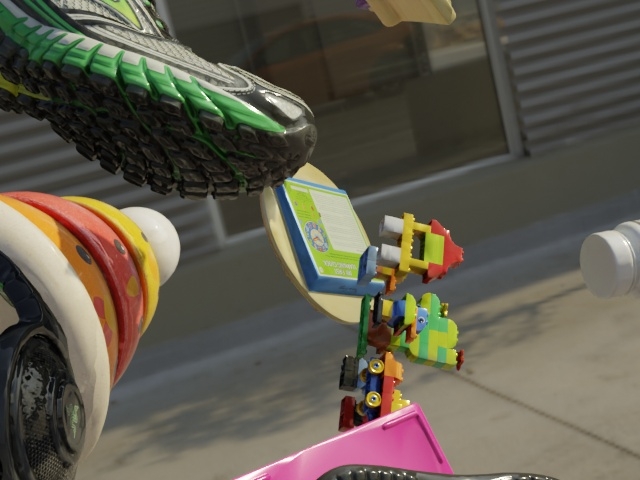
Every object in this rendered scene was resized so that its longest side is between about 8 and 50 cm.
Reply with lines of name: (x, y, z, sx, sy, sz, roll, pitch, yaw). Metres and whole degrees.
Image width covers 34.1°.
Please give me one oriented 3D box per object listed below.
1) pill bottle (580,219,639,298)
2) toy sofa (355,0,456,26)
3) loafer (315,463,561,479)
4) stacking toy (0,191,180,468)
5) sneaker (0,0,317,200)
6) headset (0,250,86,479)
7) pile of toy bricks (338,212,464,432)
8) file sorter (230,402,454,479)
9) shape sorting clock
pill bottle: (0.333, 0.016, 1.032, 0.137, 0.078, 0.078, -9, 9, -18)
toy sofa: (0.158, -0.423, 1.188, 0.362, 0.150, 0.177, -50, 35, -11)
loafer: (0.073, 0.166, 0.573, 0.220, 0.080, 0.078, 20, -28, -25)
stacking toy: (-0.307, 0.049, 1.233, 0.351, 0.350, 0.480, -9, 14, 23)
sneaker: (-0.148, -0.146, 0.718, 0.146, 0.344, 0.134, -56, -16, -20)
headset: (-0.259, 0.142, 0.646, 0.243, 0.394, 0.185, -32, -29, -10)
pile of toy bricks: (0.088, 0.093, 0.986, 0.105, 0.212, 0.118, 13, -28, -11)
file sorter: (0.013, 0.297, 0.699, 0.202, 0.290, 0.182, -12, -20, -47)
shape sorting clock: (0.000, 0.000, 1.178, 0.040, 0.206, 0.206, -33, 2, 26)
